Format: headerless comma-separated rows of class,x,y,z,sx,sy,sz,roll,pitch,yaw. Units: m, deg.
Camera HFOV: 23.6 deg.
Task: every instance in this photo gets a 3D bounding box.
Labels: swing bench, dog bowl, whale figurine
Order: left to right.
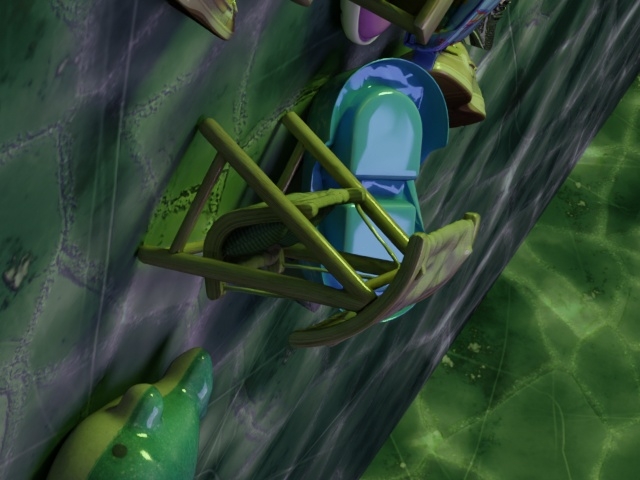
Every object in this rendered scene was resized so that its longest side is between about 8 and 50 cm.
whale figurine,-0.178,0.235,1.616,0.272,0.141,0.216,-48,161,-44
swing bench,0.000,0.000,1.532,0.165,0.254,0.253,-63,166,13
dog bowl,0.053,-0.058,1.735,0.166,0.074,0.297,0,97,-35

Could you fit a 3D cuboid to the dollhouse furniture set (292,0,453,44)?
dollhouse furniture set,0.039,-0.286,1.281,0.212,0.161,0.242,-58,166,-8

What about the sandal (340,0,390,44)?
sandal,0.120,-0.359,1.551,0.169,0.102,0.416,-43,159,-48

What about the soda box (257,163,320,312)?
soda box,0.027,-0.063,1.839,0.286,0.098,0.091,-56,166,-14

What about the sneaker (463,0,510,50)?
sneaker,0.229,-0.329,1.974,0.072,0.077,0.178,-32,132,-56

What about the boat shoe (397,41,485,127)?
boat shoe,0.152,-0.218,2.002,0.302,0.109,0.098,16,67,-72

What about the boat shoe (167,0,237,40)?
boat shoe,-0.095,-0.200,1.207,0.048,0.056,0.153,-56,159,1

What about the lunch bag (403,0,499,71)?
lunch bag,0.191,-0.326,1.766,0.293,0.138,0.221,-62,176,15
